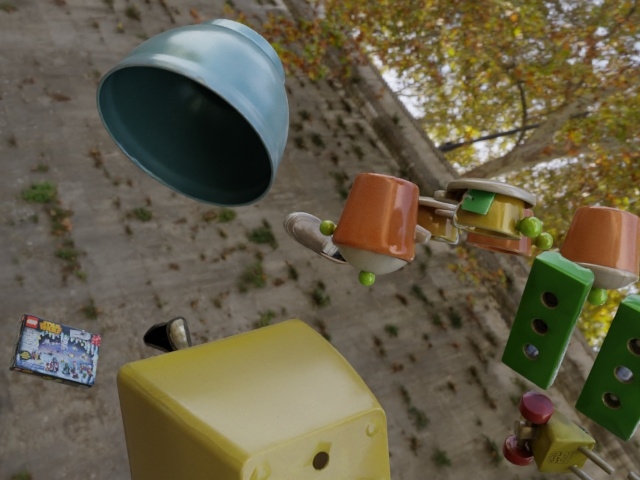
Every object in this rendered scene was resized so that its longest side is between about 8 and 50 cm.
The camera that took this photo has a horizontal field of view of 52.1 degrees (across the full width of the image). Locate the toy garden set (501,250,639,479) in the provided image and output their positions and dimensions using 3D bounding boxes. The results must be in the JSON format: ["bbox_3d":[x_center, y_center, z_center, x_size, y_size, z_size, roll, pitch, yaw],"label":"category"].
[{"bbox_3d":[0.250,0.141,0.483,0.244,0.049,0.203,33,-47,35],"label":"toy garden set"}]

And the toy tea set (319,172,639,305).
[{"bbox_3d":[0.159,0.011,0.703,0.336,0.200,0.124,9,-94,53],"label":"toy tea set"}]

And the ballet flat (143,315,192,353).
[{"bbox_3d":[-0.209,0.138,0.904,0.173,0.049,0.057,153,-72,-66],"label":"ballet flat"}]

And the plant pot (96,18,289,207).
[{"bbox_3d":[-0.171,-0.222,1.035,0.293,0.196,0.293,17,-32,11],"label":"plant pot"}]

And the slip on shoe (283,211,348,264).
[{"bbox_3d":[0.000,0.000,1.065,0.135,0.051,0.041,38,3,-28],"label":"slip on shoe"}]

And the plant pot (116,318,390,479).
[{"bbox_3d":[-0.046,0.214,0.617,0.187,0.212,0.212,10,-72,55],"label":"plant pot"}]

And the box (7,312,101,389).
[{"bbox_3d":[-0.437,0.185,1.085,0.027,0.137,0.093,-31,-132,35],"label":"box"}]
